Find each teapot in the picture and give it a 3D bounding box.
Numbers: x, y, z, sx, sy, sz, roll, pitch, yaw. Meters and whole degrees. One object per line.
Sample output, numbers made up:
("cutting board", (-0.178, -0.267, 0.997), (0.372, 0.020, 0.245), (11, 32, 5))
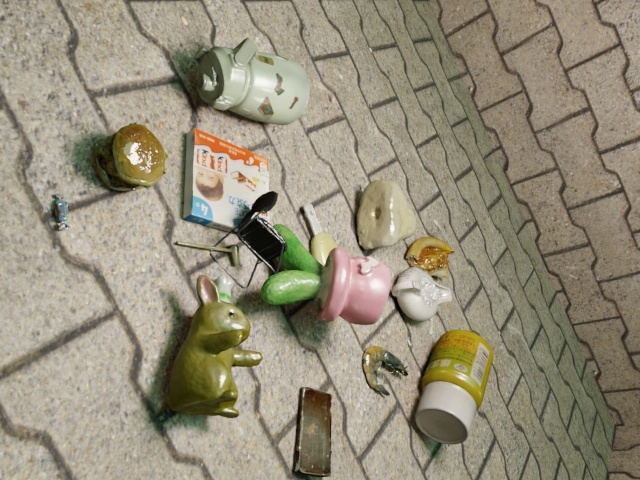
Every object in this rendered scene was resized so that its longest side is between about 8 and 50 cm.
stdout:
("teapot", (0.370, 0.200, 2.000), (0.299, 0.166, 0.208), (20, 71, -55))

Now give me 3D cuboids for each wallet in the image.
("wallet", (-0.018, 0.538, 1.489), (0.122, 0.031, 0.232), (26, 53, -35))

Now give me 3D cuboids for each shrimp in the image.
("shrimp", (0.221, 0.447, 1.798), (0.217, 0.051, 0.150), (31, 55, -28))

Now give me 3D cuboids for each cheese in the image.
("cheese", (0.247, -0.101, 1.968), (0.251, 0.173, 0.248), (-6, 87, -49))
("cheese", (0.000, 0.000, 1.736), (0.127, 0.050, 0.255), (-24, 90, -50))

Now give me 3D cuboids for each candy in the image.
("candy", (-0.555, -0.062, 1.138), (0.030, 0.020, 0.083), (6, 67, -48))

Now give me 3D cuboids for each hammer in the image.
("hammer", (-0.298, 0.030, 1.401), (0.195, 0.028, 0.060), (11, 72, -43))

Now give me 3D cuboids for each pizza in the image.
("pizza", (0.473, 0.071, 2.233), (0.365, 0.074, 0.182), (6, 61, -47))

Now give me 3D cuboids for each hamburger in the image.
("hamburger", (-0.434, -0.196, 1.253), (0.185, 0.131, 0.159), (-22, 94, -55))

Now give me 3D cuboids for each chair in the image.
("chair", (-0.162, -0.008, 1.406), (0.145, 0.140, 0.221), (48, 41, -17))

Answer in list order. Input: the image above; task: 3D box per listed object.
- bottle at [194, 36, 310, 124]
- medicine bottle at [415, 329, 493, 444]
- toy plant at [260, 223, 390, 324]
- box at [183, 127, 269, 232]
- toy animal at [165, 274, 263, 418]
("bottle", (-0.225, -0.473, 1.569), (0.351, 0.229, 0.229), (-2, 75, -46))
("medicine bottle", (0.486, 0.526, 1.925), (0.224, 0.224, 0.384), (55, 40, -16))
("toy plant", (0.012, 0.105, 1.517), (0.356, 0.211, 0.317), (9, 39, -4))
("box", (-0.259, -0.153, 1.501), (0.273, 0.048, 0.265), (17, 62, -45))
("toy animal", (-0.233, 0.232, 1.251), (0.181, 0.180, 0.363), (82, 18, -61))
